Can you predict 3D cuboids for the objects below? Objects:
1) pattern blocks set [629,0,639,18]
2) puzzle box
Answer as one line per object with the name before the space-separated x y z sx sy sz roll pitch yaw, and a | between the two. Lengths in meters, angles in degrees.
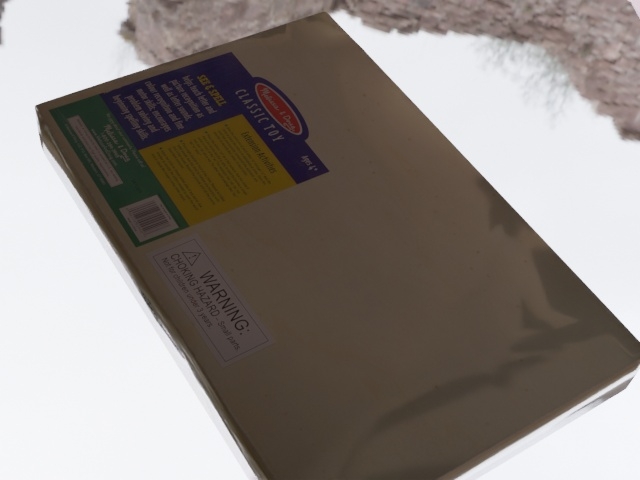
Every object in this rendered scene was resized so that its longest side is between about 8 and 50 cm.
pattern blocks set | 0.353 -0.088 0.763 0.285 0.026 0.325 48 -174 -33
puzzle box | 0.000 0.000 0.714 0.272 0.052 0.409 -23 -123 -24
